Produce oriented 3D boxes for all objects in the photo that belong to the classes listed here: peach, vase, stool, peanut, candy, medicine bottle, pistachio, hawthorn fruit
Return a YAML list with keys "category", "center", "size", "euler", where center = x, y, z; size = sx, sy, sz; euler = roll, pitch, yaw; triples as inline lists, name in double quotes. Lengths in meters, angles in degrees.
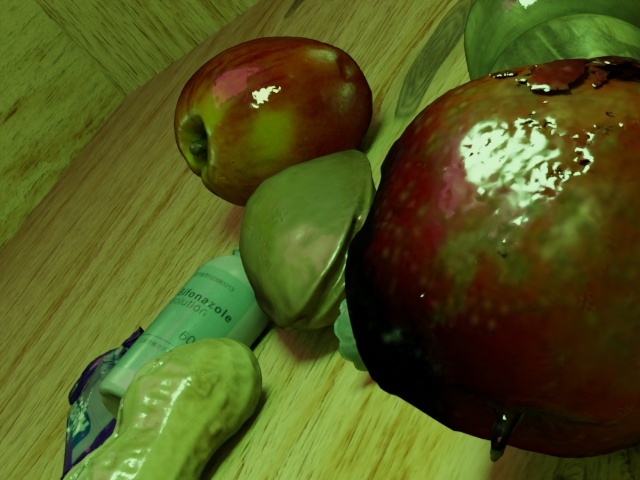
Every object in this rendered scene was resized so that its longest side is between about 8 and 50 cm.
- category: "peach"
  center: [-0.062, -0.169, 2.171]
  size: [0.281, 0.238, 0.281]
  euler: [-27, -23, -13]
- category: "vase"
  center: [0.088, 0.082, 1.469]
  size: [0.149, 0.081, 0.081]
  euler: [-10, 35, 54]
- category: "stool"
  center: [0.225, -0.122, 1.352]
  size: [0.179, 0.179, 0.264]
  euler: [-36, 27, 21]
- category: "peanut"
  center: [-0.170, 0.214, 1.635]
  size: [0.130, 0.130, 0.290]
  euler: [-18, 31, 54]
- category: "candy"
  center: [-0.278, 0.213, 1.982]
  size: [0.145, 0.070, 0.275]
  euler: [-46, 20, 11]
- category: "medicine bottle"
  center: [-0.119, 0.084, 1.864]
  size: [0.352, 0.110, 0.110]
  euler: [-51, 18, -26]
- category: "pistachio"
  center: [0.000, 0.000, 1.727]
  size: [0.212, 0.163, 0.260]
  euler: [-67, 19, 8]
- category: "hawthorn fruit"
  center: [0.162, 0.009, 1.112]
  size: [0.316, 0.316, 0.316]
  euler: [-38, 17, 14]
